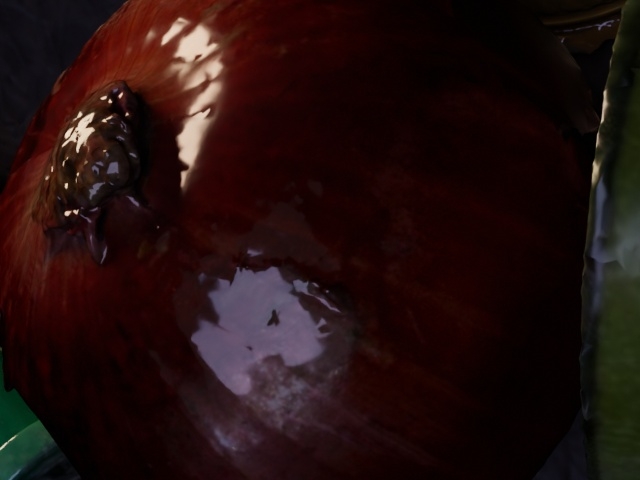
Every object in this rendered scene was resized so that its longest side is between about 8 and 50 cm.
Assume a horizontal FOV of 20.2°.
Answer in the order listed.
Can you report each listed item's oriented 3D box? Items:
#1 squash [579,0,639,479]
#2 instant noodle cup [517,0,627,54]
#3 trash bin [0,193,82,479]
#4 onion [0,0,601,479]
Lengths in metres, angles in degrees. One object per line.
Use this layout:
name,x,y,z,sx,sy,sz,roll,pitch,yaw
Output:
squash,0.295,0.010,0.812,0.309,0.310,0.310,7,100,20
instant noodle cup,0.111,-0.234,0.947,0.274,0.091,0.274,2,98,15
trash bin,-0.254,0.109,1.104,0.381,0.259,0.295,45,115,20
onion,0.005,0.006,0.915,0.341,0.341,0.341,4,99,23
